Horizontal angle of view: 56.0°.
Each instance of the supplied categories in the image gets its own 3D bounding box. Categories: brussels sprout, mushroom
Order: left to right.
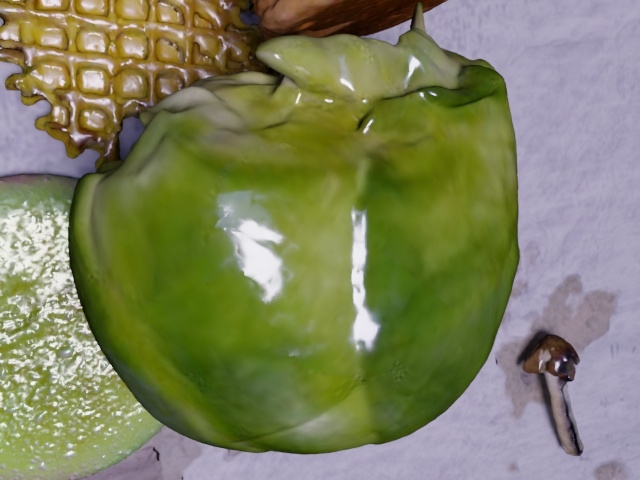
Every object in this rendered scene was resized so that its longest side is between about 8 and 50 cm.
[{"bbox_3d":[0.000,0.000,0.493,0.371,0.275,0.315,-39,112,-29],"label":"brussels sprout"},{"bbox_3d":[0.298,0.200,0.752,0.060,0.061,0.187,-39,120,-42],"label":"mushroom"}]

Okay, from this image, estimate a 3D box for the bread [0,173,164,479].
[{"bbox_3d":[-0.248,0.093,0.544,0.301,0.045,0.302,-3,100,-20],"label":"bread"}]

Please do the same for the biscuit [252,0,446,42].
[{"bbox_3d":[0.038,-0.200,0.469,0.262,0.277,0.052,-25,103,-22],"label":"biscuit"}]

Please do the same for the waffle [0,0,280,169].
[{"bbox_3d":[-0.158,-0.171,0.537,0.228,0.051,0.232,44,81,-16],"label":"waffle"}]
